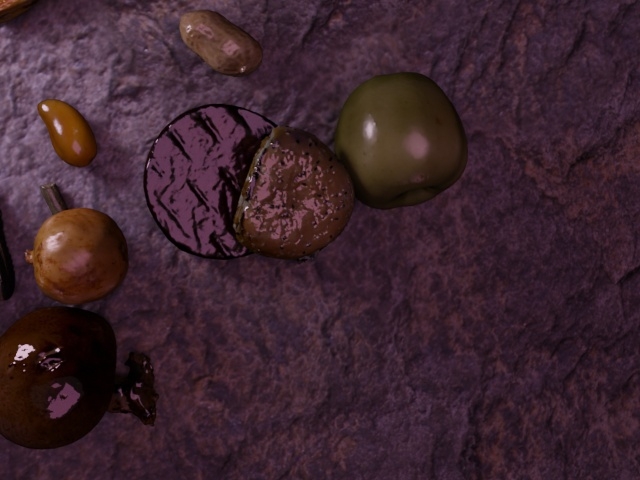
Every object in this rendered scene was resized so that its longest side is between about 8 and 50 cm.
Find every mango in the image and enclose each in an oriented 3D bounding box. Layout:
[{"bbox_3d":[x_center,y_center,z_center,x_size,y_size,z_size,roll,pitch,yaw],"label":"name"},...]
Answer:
[{"bbox_3d":[-0.613,-0.264,1.694,0.102,0.085,0.184,-31,92,-8],"label":"mango"}]

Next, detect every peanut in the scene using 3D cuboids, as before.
[{"bbox_3d":[-0.254,-0.494,1.755,0.224,0.129,0.129,30,86,-10],"label":"peanut"}]

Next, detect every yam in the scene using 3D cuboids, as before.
[{"bbox_3d":[-0.654,-0.097,1.713,0.043,0.043,0.094,-24,102,-13],"label":"yam"}]

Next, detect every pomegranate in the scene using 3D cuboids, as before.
[{"bbox_3d":[-0.574,0.038,1.648,0.248,0.248,0.248,-1,94,-16],"label":"pomegranate"}]

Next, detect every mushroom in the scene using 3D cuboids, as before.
[{"bbox_3d":[-0.608,0.320,1.676,0.334,0.356,0.330,-12,80,9],"label":"mushroom"}]

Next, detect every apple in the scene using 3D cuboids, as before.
[{"bbox_3d":[0.199,-0.256,1.788,0.358,0.357,0.357,-1,94,-16],"label":"apple"}]

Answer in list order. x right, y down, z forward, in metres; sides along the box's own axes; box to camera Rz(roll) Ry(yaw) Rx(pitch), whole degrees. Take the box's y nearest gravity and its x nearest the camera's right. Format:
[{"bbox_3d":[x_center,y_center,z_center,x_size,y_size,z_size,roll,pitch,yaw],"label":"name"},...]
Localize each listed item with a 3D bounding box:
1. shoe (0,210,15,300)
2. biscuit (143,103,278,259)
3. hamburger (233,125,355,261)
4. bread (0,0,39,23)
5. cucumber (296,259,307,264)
[{"bbox_3d":[-0.844,-0.008,1.633,0.171,0.132,0.336,-12,100,-5],"label":"shoe"},{"bbox_3d":[-0.251,-0.149,1.802,0.408,0.091,0.407,-2,96,-18],"label":"biscuit"},{"bbox_3d":[-0.064,-0.109,1.723,0.277,0.195,0.317,15,94,-18],"label":"hamburger"},{"bbox_3d":[-0.731,-0.639,1.626,0.235,0.099,0.210,-33,100,-6],"label":"bread"},{"bbox_3d":[0.000,0.000,1.904,0.181,0.053,0.053,-36,103,-11],"label":"cucumber"}]
